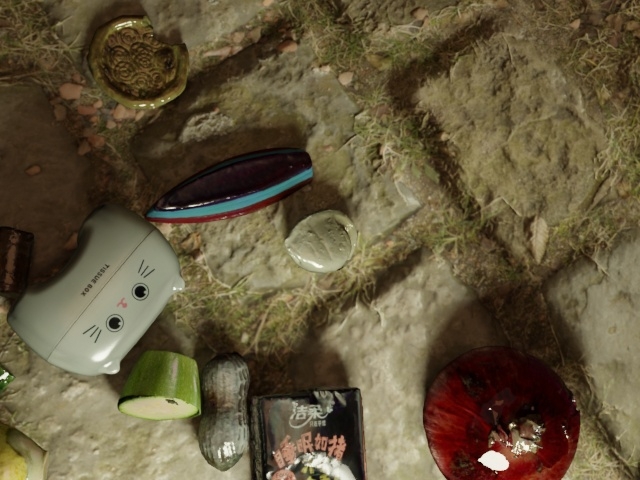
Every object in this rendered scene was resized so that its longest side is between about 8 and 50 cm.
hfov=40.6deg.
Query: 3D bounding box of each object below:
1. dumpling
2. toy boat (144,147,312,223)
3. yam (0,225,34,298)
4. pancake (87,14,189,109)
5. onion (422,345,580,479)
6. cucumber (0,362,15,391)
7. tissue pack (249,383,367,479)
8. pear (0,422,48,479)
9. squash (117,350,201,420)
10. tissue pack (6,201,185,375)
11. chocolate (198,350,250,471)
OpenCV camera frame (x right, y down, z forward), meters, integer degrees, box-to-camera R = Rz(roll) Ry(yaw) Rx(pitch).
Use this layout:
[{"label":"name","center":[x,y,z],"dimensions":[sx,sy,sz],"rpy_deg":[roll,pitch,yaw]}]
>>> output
[{"label":"dumpling","center":[0.001,0.000,1.924],"dimensions":[0.176,0.092,0.150],"rpy_deg":[13,79,-12]},{"label":"toy boat","center":[-0.200,-0.119,1.915],"dimensions":[0.392,0.079,0.136],"rpy_deg":[-19,83,-19]},{"label":"yam","center":[-0.634,0.045,1.773],"dimensions":[0.079,0.079,0.141],"rpy_deg":[8,79,-12]},{"label":"pancake","center":[-0.408,-0.400,1.939],"dimensions":[0.235,0.029,0.212],"rpy_deg":[30,75,-4]},{"label":"onion","center":[0.393,0.400,1.846],"dimensions":[0.347,0.285,0.348],"rpy_deg":[0,86,-4]},{"label":"cucumber","center":[-0.678,0.291,1.737],"dimensions":[0.107,0.035,0.067],"rpy_deg":[-44,93,-15]},{"label":"tissue pack","center":[-0.018,0.476,1.817],"dimensions":[0.244,0.123,0.333],"rpy_deg":[-2,83,-19]},{"label":"pear","center":[-0.640,0.460,1.602],"dimensions":[0.271,0.271,0.271],"rpy_deg":[3,79,-13]},{"label":"squash","center":[-0.319,0.298,1.761],"dimensions":[0.170,0.170,0.123],"rpy_deg":[13,65,-11]},{"label":"tissue pack","center":[-0.432,0.111,1.727],"dimensions":[0.236,0.229,0.333],"rpy_deg":[38,74,-3]},{"label":"chocolate","center":[-0.201,0.354,1.802],"dimensions":[0.110,0.110,0.248],"rpy_deg":[1,75,-13]}]
